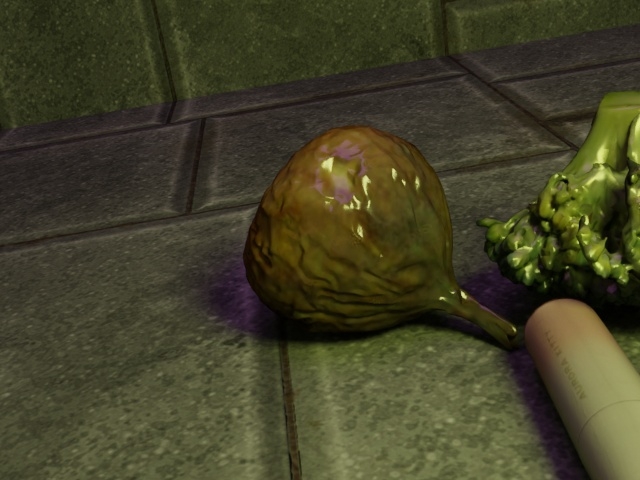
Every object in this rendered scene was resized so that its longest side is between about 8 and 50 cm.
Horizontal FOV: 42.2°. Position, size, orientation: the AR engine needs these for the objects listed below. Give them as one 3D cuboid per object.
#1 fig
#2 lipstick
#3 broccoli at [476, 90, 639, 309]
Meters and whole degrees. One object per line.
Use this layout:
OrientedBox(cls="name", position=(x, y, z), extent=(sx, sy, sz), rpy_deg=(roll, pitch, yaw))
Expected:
OrientedBox(cls="fig", position=(0.087, 0.036, 1.049), extent=(0.369, 0.286, 0.286), rpy_deg=(41, 47, 22))
OrientedBox(cls="lipstick", position=(0.272, 0.163, 0.778), extent=(0.087, 0.087, 0.327), rpy_deg=(-8, 22, 3))
OrientedBox(cls="broccoli", position=(0.370, -0.017, 0.986), extent=(0.334, 0.272, 0.324), rpy_deg=(5, 42, 36))
